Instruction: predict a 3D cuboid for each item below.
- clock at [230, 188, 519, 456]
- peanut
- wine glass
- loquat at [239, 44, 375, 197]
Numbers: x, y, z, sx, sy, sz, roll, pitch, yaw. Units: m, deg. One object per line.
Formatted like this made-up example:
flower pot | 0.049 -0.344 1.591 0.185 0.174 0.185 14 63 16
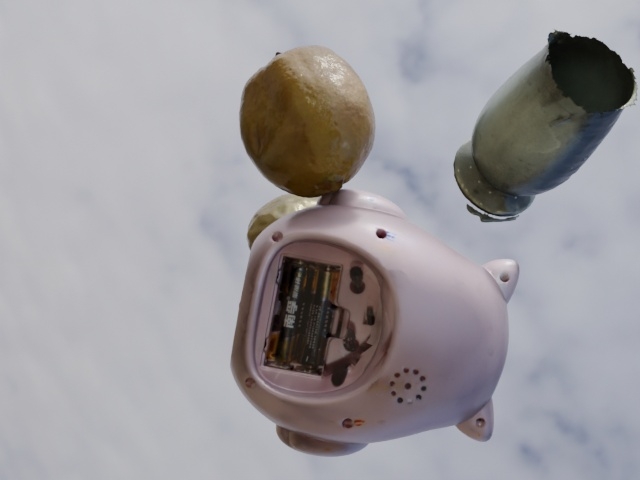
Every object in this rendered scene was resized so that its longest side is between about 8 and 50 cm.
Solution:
clock | 0.070 0.119 1.266 0.250 0.377 0.368 77 23 -86
peanut | 0.000 0.000 1.633 0.192 0.387 0.169 8 -93 24
wine glass | 0.210 -0.107 0.903 0.111 0.111 0.204 55 -28 14
loquat | -0.017 -0.166 1.280 0.187 0.176 0.234 -34 -122 18
